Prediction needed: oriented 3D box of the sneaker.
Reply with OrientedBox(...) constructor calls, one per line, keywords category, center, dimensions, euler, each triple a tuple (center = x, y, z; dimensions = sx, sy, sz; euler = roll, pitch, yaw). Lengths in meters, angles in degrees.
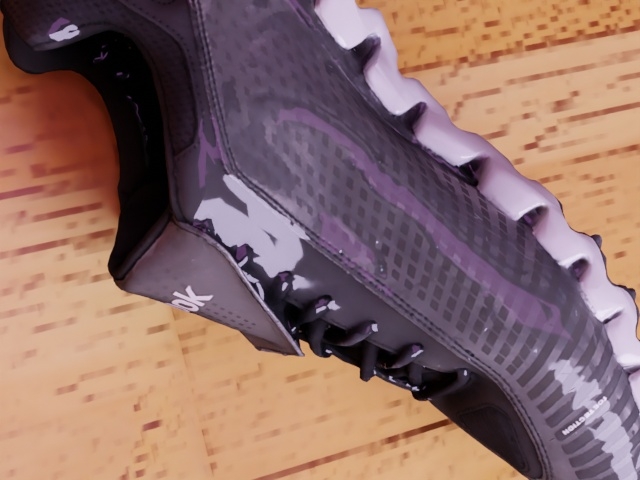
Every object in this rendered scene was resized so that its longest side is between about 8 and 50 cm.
OrientedBox(category="sneaker", center=(0.000, 0.000, 0.406), dimensions=(0.106, 0.078, 0.234), euler=(-40, 97, -22))
